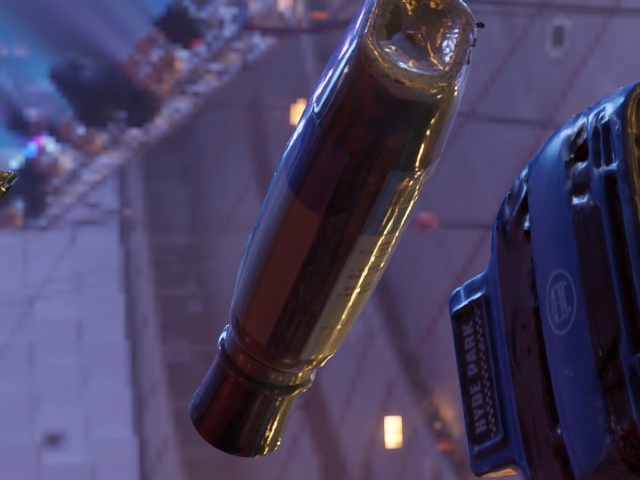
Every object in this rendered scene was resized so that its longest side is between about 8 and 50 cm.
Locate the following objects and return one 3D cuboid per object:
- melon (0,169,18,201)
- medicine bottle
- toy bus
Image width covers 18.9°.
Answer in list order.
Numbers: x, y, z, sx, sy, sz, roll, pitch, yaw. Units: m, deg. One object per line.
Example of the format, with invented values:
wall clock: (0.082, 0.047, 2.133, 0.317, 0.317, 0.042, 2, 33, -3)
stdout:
melon: (-0.173, -0.045, 0.199, 0.331, 0.226, 0.343, 58, -9, 37)
medicine bottle: (0.000, 0.000, 0.739, 0.090, 0.054, 0.208, -71, -175, -53)
toy bus: (0.166, 0.028, 0.573, 0.134, 0.246, 0.113, -36, -125, 55)
